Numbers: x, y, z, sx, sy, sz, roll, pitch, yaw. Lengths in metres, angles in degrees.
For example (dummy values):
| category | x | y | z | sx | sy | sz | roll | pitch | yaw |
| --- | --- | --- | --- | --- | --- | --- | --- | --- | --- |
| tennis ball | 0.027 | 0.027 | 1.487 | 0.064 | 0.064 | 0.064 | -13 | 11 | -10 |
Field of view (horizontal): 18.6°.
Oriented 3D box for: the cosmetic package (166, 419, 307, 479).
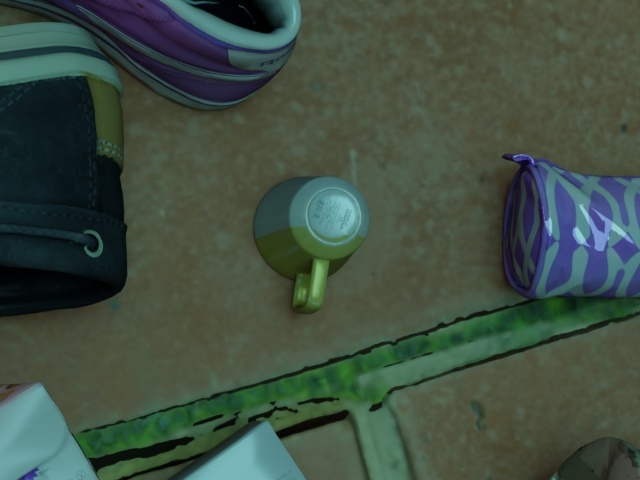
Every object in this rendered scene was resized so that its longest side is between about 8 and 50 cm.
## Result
| category | x | y | z | sx | sy | sz | roll | pitch | yaw |
| --- | --- | --- | --- | --- | --- | --- | --- | --- | --- |
| cosmetic package | -0.103 | 0.206 | 1.068 | 0.239 | 0.060 | 0.099 | -34 | 91 | -13 |

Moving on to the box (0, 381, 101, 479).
| category | x | y | z | sx | sy | sz | roll | pitch | yaw |
| --- | --- | --- | --- | --- | --- | --- | --- | --- | --- |
| box | -0.168 | 0.110 | 0.929 | 0.067 | 0.324 | 0.063 | -31 | 95 | -16 |

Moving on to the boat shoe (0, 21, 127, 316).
| category | x | y | z | sx | sy | sz | roll | pitch | yaw |
| --- | --- | --- | --- | --- | --- | --- | --- | --- | --- |
| boat shoe | -0.324 | 0.016 | 0.976 | 0.500 | 0.187 | 0.156 | -14 | 81 | -22 |

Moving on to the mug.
| category | x | y | z | sx | sy | sz | roll | pitch | yaw |
| --- | --- | --- | --- | --- | --- | --- | --- | --- | --- |
| mug | 0.002 | -0.003 | 1.126 | 0.062 | 0.064 | 0.078 | -23 | 90 | -18 |

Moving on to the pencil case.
| category | x | y | z | sx | sy | sz | roll | pitch | yaw |
| --- | --- | --- | --- | --- | --- | --- | --- | --- | --- |
| pencil case | 0.211 | -0.007 | 1.171 | 0.206 | 0.086 | 0.088 | 0 | 96 | -16 |

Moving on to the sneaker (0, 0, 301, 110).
| category | x | y | z | sx | sy | sz | roll | pitch | yaw |
| --- | --- | --- | --- | --- | --- | --- | --- | --- | --- |
| sneaker | -0.135 | -0.175 | 1.062 | 0.282 | 0.161 | 0.102 | 25 | 79 | -10 |

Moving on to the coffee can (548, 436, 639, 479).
| category | x | y | z | sx | sy | sz | roll | pitch | yaw |
| --- | --- | --- | --- | --- | --- | --- | --- | --- | --- |
| coffee can | 0.248 | 0.252 | 1.090 | 0.275 | 0.201 | 0.201 | 23 | 78 | -11 |
